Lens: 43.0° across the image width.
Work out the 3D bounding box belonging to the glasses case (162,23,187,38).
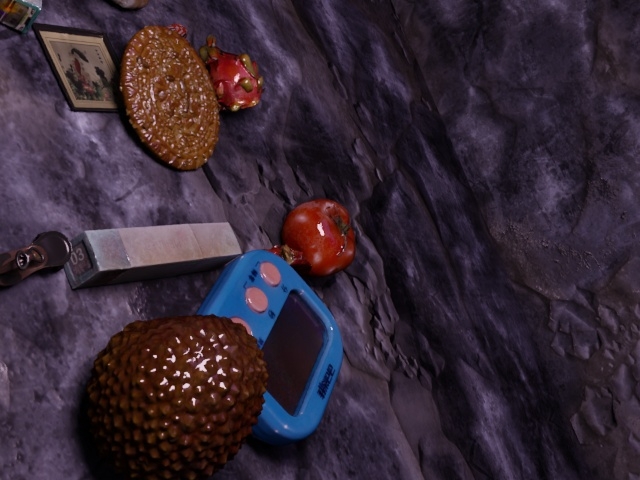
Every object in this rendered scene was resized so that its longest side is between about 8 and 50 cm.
[{"bbox_3d":[-0.353,-0.415,1.738,0.049,0.073,0.194,45,35,-8],"label":"glasses case"}]

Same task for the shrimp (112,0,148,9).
[{"bbox_3d":[-0.512,-0.683,1.714,0.445,0.110,0.221,52,25,-20],"label":"shrimp"}]

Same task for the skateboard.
[{"bbox_3d":[-0.433,0.027,1.221,0.067,0.080,0.151,64,31,-6],"label":"skateboard"}]

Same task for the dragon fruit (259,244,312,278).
[{"bbox_3d":[-0.081,0.042,1.723,0.162,0.106,0.083,10,55,-51],"label":"dragon fruit"}]

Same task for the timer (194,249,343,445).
[{"bbox_3d":[-0.099,0.200,1.535,0.309,0.115,0.340,49,35,-17],"label":"timer"}]

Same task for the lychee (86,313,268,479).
[{"bbox_3d":[-0.210,0.237,1.207,0.267,0.267,0.267,37,37,-34],"label":"lychee"}]

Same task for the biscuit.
[{"bbox_3d":[-0.298,-0.293,1.671,0.305,0.038,0.305,28,57,-55],"label":"biscuit"}]

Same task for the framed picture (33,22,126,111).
[{"bbox_3d":[-0.450,-0.333,1.583,0.199,0.010,0.195,-14,76,-60],"label":"framed picture"}]

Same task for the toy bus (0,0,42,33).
[{"bbox_3d":[-0.557,-0.504,1.499,0.109,0.091,0.261,18,48,-36],"label":"toy bus"}]

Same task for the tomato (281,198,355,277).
[{"bbox_3d":[0.000,0.000,1.837,0.187,0.151,0.187,39,29,-27],"label":"tomato"}]

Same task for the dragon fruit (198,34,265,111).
[{"bbox_3d":[-0.213,-0.384,1.878,0.133,0.150,0.207,-25,79,-28],"label":"dragon fruit"}]

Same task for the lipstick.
[{"bbox_3d":[-0.288,0.021,1.450,0.371,0.080,0.076,-5,68,-59],"label":"lipstick"}]
